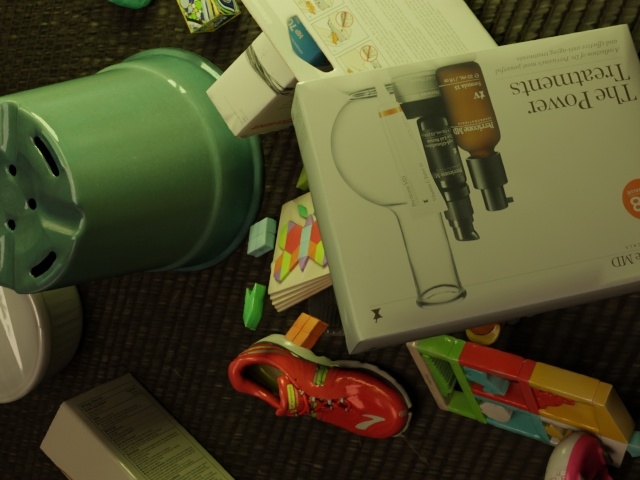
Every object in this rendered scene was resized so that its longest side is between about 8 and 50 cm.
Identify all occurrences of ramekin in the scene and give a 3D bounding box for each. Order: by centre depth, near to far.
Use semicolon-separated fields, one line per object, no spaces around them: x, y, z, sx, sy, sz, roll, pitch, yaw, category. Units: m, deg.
-0.514;0.126;1.804;0.273;0.127;0.272;8;106;31;ramekin

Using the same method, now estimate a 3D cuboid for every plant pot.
-0.311;-0.084;1.499;0.341;0.334;0.341;9;107;31;plant pot

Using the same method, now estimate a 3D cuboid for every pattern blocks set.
-0.009;0.002;1.409;0.325;0.026;0.285;-39;41;42;pattern blocks set

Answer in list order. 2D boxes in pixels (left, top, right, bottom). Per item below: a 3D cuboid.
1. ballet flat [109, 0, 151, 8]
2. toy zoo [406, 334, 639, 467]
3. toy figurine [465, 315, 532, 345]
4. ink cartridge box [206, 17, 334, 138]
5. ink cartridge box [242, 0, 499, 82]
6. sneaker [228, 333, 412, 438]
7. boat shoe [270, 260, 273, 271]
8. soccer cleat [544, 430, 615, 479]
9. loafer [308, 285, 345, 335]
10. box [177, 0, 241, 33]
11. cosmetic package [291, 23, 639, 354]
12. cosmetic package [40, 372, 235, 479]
-0.317;-0.449;1.562;0.083;0.087;0.247;-27;86;34;ballet flat
0.260;0.197;1.311;0.293;0.030;0.192;15;154;29;toy zoo
0.204;-0.006;1.301;0.209;0.148;0.213;49;121;13;toy figurine
-0.034;-0.226;1.404;0.191;0.140;0.082;-39;81;33;ink cartridge box
0.050;-0.256;1.295;0.275;0.239;0.060;55;162;9;ink cartridge box
-0.008;0.219;1.508;0.279;0.118;0.107;14;110;29;sneaker
0.000;0.000;1.489;0.184;0.066;0.063;-29;57;45;boat shoe
0.284;0.371;1.331;0.143;0.116;0.331;11;123;37;soccer cleat
0.071;0.086;1.431;0.251;0.087;0.094;8;92;55;loafer
-0.179;-0.378;1.511;0.059;0.054;0.169;-26;88;35;box
0.183;-0.058;1.160;0.377;0.097;0.284;-12;78;-9;cosmetic package
-0.267;0.366;1.686;0.309;0.160;0.113;42;120;19;cosmetic package
